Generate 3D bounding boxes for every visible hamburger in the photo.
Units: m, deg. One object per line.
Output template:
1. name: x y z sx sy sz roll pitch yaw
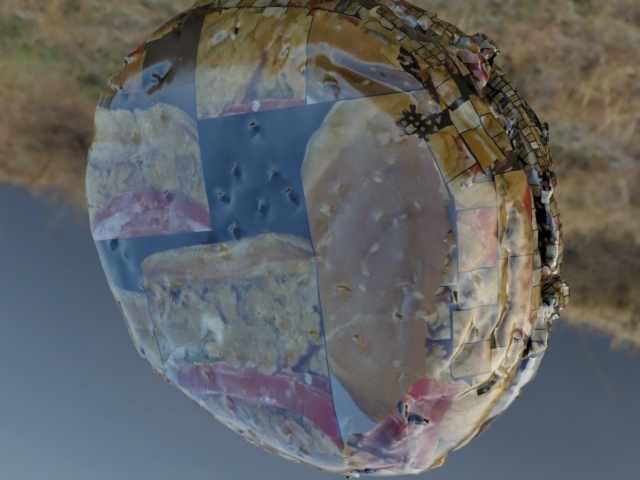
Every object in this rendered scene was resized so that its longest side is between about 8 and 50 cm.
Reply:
1. hamburger: 0.000 0.000 0.665 0.231 0.231 0.106 1 -175 42
